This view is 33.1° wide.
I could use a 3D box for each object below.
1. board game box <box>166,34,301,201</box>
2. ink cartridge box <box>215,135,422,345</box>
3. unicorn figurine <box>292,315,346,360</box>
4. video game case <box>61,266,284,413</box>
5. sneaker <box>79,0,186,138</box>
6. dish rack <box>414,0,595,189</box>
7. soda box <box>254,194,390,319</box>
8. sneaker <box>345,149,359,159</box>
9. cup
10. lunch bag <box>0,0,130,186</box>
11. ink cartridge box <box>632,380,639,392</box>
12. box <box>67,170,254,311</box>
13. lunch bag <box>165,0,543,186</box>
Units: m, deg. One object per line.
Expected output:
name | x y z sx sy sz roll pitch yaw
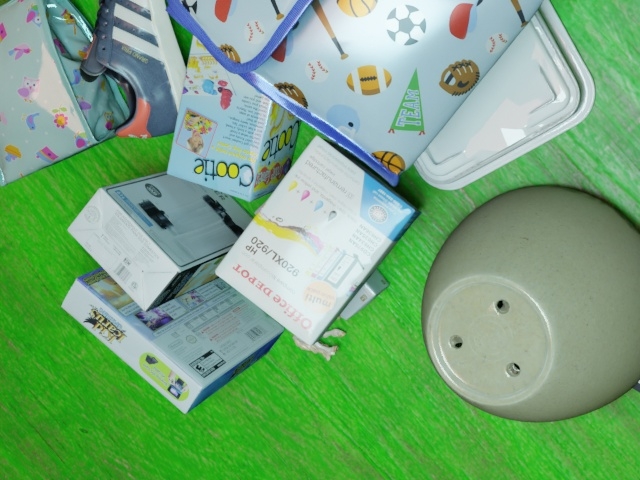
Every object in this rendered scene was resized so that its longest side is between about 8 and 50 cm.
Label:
board game box | -0.108 -0.217 1.575 0.144 0.142 0.275 19 108 16
ink cartridge box | 0.000 0.000 1.490 0.171 0.168 0.232 38 96 5
unicorn figurine | -0.013 0.106 1.655 0.111 0.060 0.162 20 110 20
video game case | -0.215 0.118 1.626 0.244 0.269 0.061 40 116 10
sneaker | -0.303 -0.318 1.613 0.148 0.131 0.350 -19 94 -14
dish rack | 0.188 -0.256 1.488 0.285 0.072 0.333 -29 91 24
soda box | 0.003 0.012 1.620 0.069 0.074 0.216 -43 84 23
sneaker | 0.056 -0.171 1.559 0.178 0.072 0.077 36 111 10
cup | 0.265 0.104 1.423 0.331 0.237 0.331 6 102 28
lunch bag | -0.455 -0.250 1.704 0.223 0.160 0.262 -21 99 26
ink cartridge box | 0.507 0.134 1.459 0.208 0.045 0.206 32 112 14
box | -0.216 -0.014 1.586 0.169 0.290 0.087 46 113 9
lunch bag | 0.039 -0.314 1.324 0.385 0.239 0.328 37 112 -8
